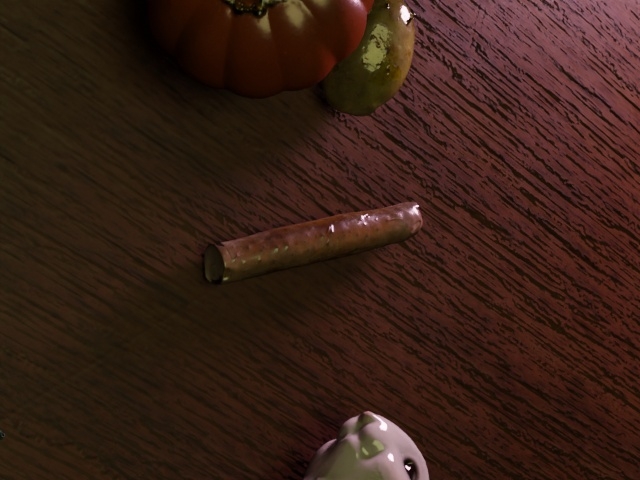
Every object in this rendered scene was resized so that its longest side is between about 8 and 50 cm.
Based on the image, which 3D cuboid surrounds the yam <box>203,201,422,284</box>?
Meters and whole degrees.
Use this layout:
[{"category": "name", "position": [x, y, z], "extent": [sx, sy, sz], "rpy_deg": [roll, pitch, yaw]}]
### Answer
[{"category": "yam", "position": [0.000, 0.000, 1.499], "extent": [0.264, 0.046, 0.046], "rpy_deg": [-13, 98, -33]}]

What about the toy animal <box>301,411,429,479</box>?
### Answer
[{"category": "toy animal", "position": [-0.002, 0.344, 1.430], "extent": [0.357, 0.194, 0.257], "rpy_deg": [-41, 103, -36]}]

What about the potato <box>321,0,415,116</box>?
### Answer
[{"category": "potato", "position": [0.053, -0.197, 1.518], "extent": [0.092, 0.070, 0.137], "rpy_deg": [25, 77, -31]}]

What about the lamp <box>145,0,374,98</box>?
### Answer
[{"category": "lamp", "position": [-0.058, -0.243, 1.364], "extent": [0.223, 0.196, 0.223], "rpy_deg": [0, 80, 2]}]

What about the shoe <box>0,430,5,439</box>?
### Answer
[{"category": "shoe", "position": [-0.345, 0.189, 1.257], "extent": [0.143, 0.064, 0.071], "rpy_deg": [-42, 131, -21]}]
